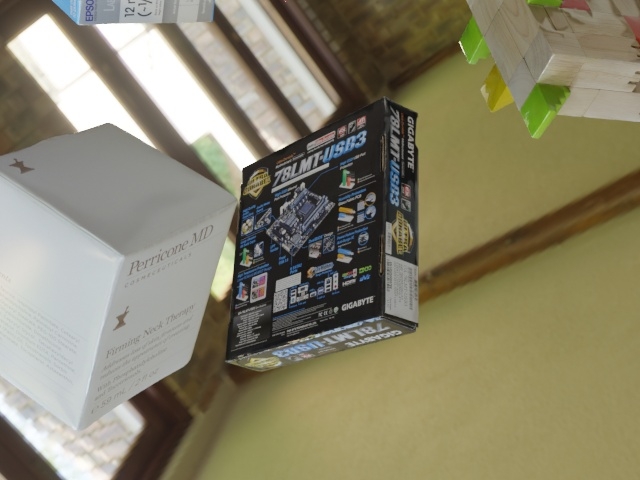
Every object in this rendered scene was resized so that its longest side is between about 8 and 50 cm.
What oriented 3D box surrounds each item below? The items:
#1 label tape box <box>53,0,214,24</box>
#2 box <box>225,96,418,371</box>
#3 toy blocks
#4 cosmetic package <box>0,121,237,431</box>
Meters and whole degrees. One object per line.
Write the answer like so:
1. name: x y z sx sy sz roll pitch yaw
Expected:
1. label tape box: -0.341 -0.482 1.729 0.347 0.249 0.115 -7 -131 -21
2. box: 0.000 0.000 1.367 0.295 0.073 0.293 -21 -124 43
3. toy blocks: 0.351 -0.296 1.421 0.191 0.261 0.381 116 -32 -45
4. cosmetic package: -0.411 0.054 1.908 0.329 0.327 0.394 -31 147 -53
